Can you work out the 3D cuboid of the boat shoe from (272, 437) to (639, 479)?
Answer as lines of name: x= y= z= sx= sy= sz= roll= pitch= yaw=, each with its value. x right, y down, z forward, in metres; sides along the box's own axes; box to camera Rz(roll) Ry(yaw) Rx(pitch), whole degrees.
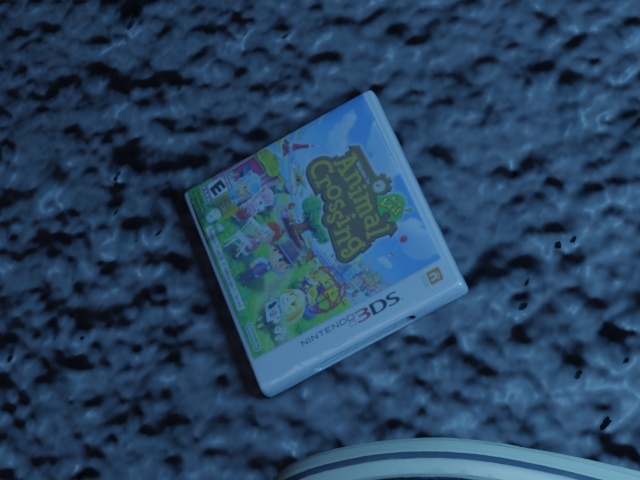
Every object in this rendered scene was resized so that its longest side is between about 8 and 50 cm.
boat shoe: x=0.184 y=0.250 z=1.226 sx=0.500 sy=0.187 sz=0.156 roll=9 pitch=66 yaw=21

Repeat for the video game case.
video game case: x=0.000 y=0.000 z=1.501 sx=0.193 sy=0.023 sz=0.212 roll=-29 pitch=60 yaw=9
